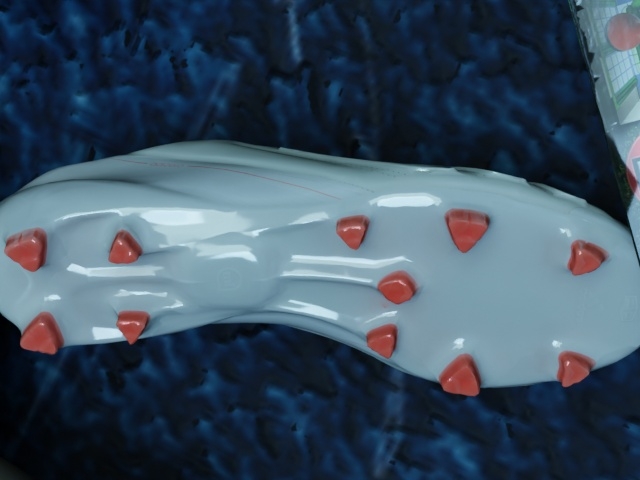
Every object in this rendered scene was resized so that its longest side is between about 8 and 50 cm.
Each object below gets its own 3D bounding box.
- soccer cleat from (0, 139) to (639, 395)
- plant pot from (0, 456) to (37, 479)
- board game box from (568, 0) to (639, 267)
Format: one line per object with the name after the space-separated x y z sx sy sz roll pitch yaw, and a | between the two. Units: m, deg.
0.000 0.000 0.497 0.196 0.076 0.068 3 116 3 | soccer cleat
-0.085 0.123 0.483 0.109 0.096 0.109 33 93 18 | plant pot
0.153 0.010 0.437 0.136 0.030 0.260 -16 90 12 | board game box
